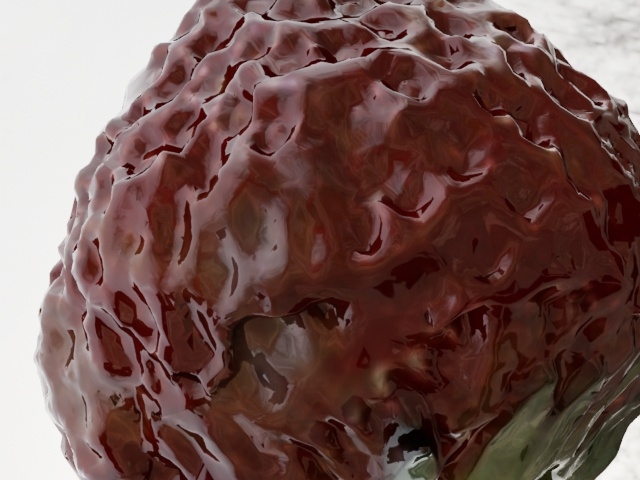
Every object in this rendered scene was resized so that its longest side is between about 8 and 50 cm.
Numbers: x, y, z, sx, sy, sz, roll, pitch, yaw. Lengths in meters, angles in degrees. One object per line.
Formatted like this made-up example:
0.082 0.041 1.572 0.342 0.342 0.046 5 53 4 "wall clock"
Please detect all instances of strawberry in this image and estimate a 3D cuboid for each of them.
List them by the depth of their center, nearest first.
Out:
-0.004 0.010 0.652 0.291 0.310 0.292 -37 -25 -20 "strawberry"
